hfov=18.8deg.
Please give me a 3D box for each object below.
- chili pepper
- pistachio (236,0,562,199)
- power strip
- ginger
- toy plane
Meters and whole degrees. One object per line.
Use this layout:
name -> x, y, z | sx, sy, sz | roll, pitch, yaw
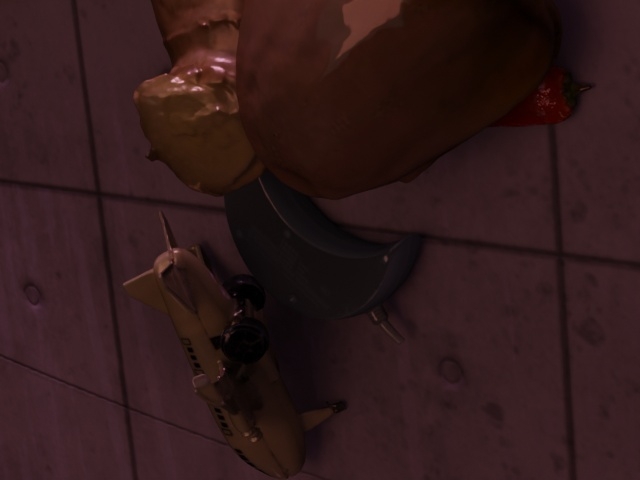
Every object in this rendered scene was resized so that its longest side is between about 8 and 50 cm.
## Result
chili pepper -> 0.126, -0.106, 1.468 | 0.178, 0.027, 0.045 | 0, 107, 42
pistachio -> 0.038, -0.149, 1.415 | 0.260, 0.163, 0.212 | -40, 92, 22
power strip -> 0.000, 0.000, 1.604 | 0.216, 0.044, 0.137 | 44, 129, 20
ginger -> -0.068, -0.170, 1.533 | 0.138, 0.152, 0.267 | -8, 82, 40
toy plane -> -0.074, 0.100, 1.635 | 0.104, 0.242, 0.256 | -33, 116, 10
